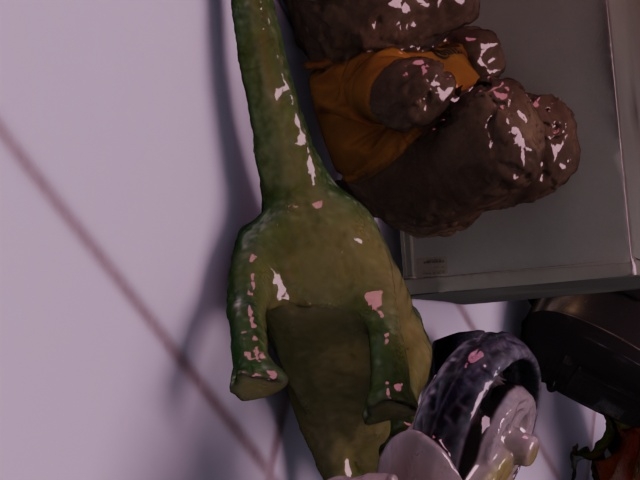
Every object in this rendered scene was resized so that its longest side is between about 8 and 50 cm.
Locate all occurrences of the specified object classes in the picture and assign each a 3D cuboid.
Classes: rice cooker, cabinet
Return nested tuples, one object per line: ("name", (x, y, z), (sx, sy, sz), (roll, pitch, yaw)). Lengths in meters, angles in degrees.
("rice cooker", (0.221, 0.073, 1.380), (0.112, 0.165, 0.106), (95, 18, -65))
("cabinet", (0.131, -0.070, 1.212), (0.145, 0.150, 0.206), (11, 74, -70))

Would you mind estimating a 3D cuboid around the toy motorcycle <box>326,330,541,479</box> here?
("toy motorcycle", (0.026, 0.218, 0.886), (0.223, 0.108, 0.340), (-30, 133, -53))

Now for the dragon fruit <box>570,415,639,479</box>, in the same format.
("dragon fruit", (0.271, 0.202, 1.472), (0.269, 0.200, 0.198), (48, 25, 17))

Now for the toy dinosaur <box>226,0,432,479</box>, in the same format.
("toy dinosaur", (0.000, 0.000, 1.029), (0.447, 0.087, 0.301), (67, 9, -45))

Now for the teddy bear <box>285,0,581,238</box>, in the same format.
("teddy bear", (0.049, -0.094, 1.066), (0.190, 0.140, 0.177), (68, 19, 0))

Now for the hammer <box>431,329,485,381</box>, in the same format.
("hammer", (0.087, 0.199, 1.190), (0.137, 0.037, 0.290), (24, 64, -65))
